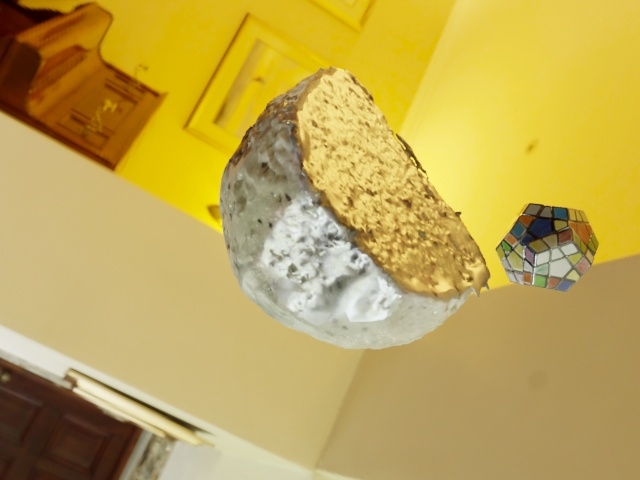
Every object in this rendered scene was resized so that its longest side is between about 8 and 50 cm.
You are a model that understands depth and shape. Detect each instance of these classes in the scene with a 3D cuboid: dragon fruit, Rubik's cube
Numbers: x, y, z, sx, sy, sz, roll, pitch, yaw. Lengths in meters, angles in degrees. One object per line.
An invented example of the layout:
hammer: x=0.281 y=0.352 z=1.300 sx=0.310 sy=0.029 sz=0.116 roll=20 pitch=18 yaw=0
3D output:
dragon fruit: x=0.000 y=0.000 z=0.736 sx=0.204 sy=0.283 sz=0.221 roll=-37 pitch=-176 yaw=33
Rubik's cube: x=0.252 y=0.007 z=0.824 sx=0.111 sy=0.111 sz=0.093 roll=-55 pitch=-158 yaw=23
